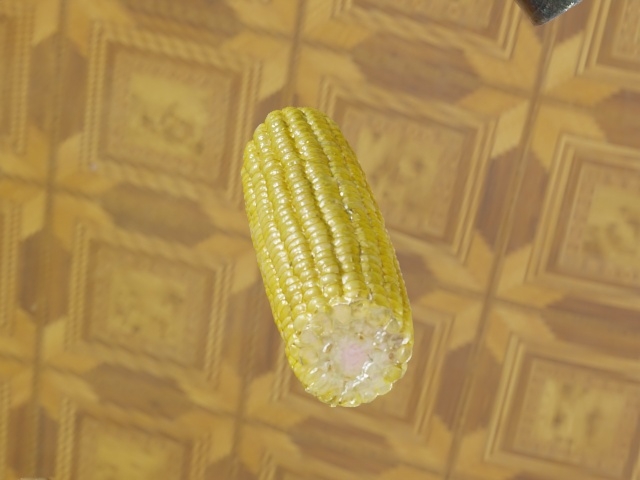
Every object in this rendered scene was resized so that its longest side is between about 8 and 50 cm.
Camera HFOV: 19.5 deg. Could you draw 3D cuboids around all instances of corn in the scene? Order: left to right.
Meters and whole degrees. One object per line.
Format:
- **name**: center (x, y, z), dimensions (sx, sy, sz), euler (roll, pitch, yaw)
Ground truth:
- **corn**: center (0.000, 0.000, 1.115), dimensions (0.081, 0.248, 0.081), euler (-5, 123, -7)

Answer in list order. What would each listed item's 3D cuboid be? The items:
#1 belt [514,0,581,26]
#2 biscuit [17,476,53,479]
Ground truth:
- **belt**: center (0.192, -0.227, 1.348), dimensions (0.141, 0.190, 0.082), euler (-41, 94, -6)
- **biscuit**: center (-0.232, 0.317, 1.335), dimensions (0.368, 0.076, 0.394), euler (16, 129, 21)
